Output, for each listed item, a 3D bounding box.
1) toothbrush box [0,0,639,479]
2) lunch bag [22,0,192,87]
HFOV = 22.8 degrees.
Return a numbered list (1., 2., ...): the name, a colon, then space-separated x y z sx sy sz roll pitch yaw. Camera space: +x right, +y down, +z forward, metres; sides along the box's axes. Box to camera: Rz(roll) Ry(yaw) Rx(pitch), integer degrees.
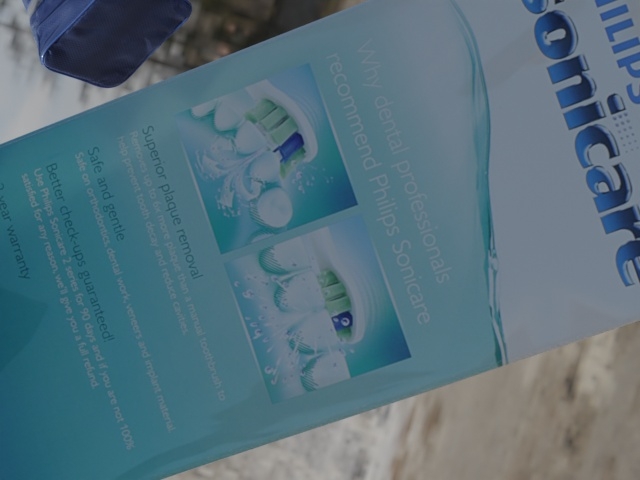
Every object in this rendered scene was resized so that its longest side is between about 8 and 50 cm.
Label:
1. toothbrush box: 0.000 0.000 0.590 0.216 0.296 0.126 -5 -106 -78
2. lunch bag: -0.131 -0.143 0.947 0.098 0.067 0.065 -38 55 28
